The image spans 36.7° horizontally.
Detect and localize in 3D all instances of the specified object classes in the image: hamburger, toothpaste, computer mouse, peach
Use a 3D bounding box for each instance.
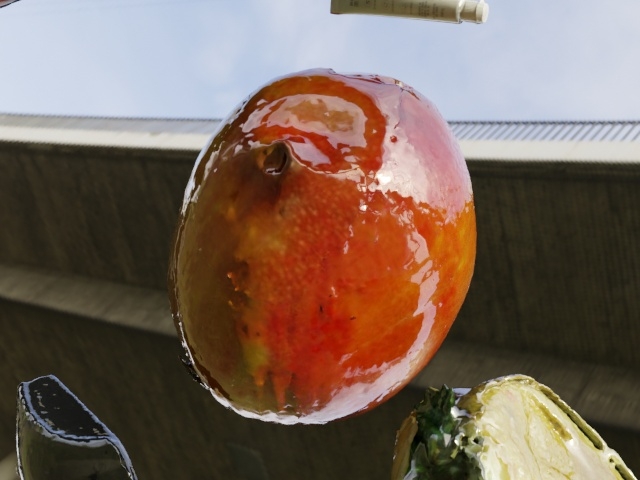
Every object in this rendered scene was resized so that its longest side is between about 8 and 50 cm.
[{"bbox_3d":[0.178,0.226,0.815,0.309,0.211,0.132,45,-59,-10],"label":"hamburger"},{"bbox_3d":[0.098,-0.271,1.101,0.190,0.031,0.048,14,-65,24],"label":"toothpaste"},{"bbox_3d":[-0.289,0.275,1.113,0.269,0.100,0.170,22,-54,53],"label":"computer mouse"},{"bbox_3d":[0.001,0.002,0.948,0.290,0.372,0.373,50,-34,39],"label":"peach"}]

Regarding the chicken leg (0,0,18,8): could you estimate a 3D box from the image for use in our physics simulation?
[{"bbox_3d":[-0.257,-0.171,0.646,0.219,0.089,0.048,-5,-81,14],"label":"chicken leg"}]
